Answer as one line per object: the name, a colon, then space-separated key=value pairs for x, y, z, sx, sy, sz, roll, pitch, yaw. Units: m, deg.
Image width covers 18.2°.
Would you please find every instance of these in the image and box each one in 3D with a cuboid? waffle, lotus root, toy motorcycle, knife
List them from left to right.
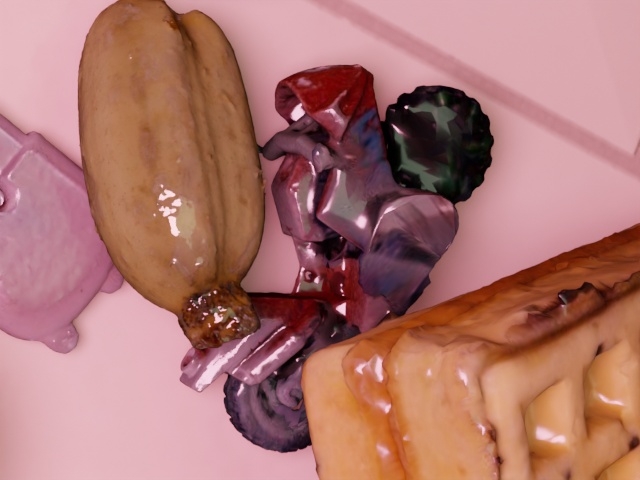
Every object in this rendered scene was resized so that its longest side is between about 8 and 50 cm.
knife: x=-0.244 y=-0.096 z=0.937 sx=0.398 sy=0.038 sz=0.132 roll=41 pitch=79 yaw=-20
lotus root: x=-0.073 y=-0.032 z=0.972 sx=0.090 sy=0.077 sz=0.183 roll=5 pitch=67 yaw=-48
toy motorcycle: x=0.000 y=0.000 z=1.020 sx=0.122 sy=0.082 sz=0.213 roll=33 pitch=83 yaw=-18
waffle: x=0.163 y=0.129 z=0.994 sx=0.376 sy=0.114 sz=0.261 roll=-18 pitch=95 yaw=-51
